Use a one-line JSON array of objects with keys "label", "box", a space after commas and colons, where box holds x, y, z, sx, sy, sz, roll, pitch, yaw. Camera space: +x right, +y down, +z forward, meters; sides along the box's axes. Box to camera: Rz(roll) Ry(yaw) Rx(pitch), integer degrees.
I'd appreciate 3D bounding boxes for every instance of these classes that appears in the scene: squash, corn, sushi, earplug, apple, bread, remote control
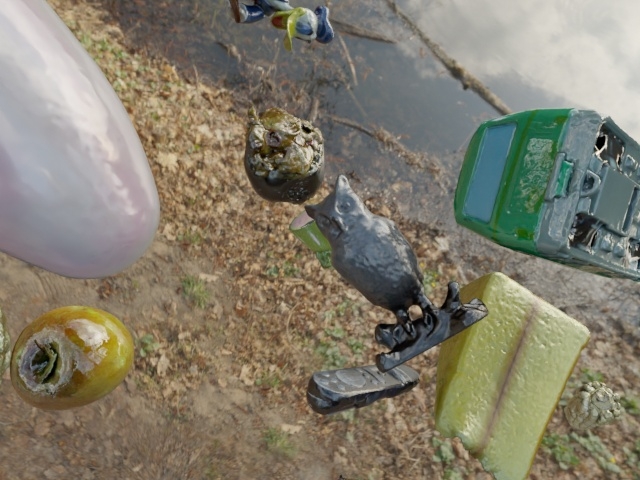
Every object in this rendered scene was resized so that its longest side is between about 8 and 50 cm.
[{"label": "squash", "box": [0.007, -0.002, 1.058, 0.105, 0.105, 0.132, -44, 112, -31]}, {"label": "corn", "box": [0.584, 0.368, 1.076, 0.087, 0.211, 0.087, -4, 62, 7]}, {"label": "sushi", "box": [-0.093, -0.209, 1.171, 0.213, 0.204, 0.200, -13, 63, -20]}, {"label": "earplug", "box": [-0.217, -0.101, 0.302, 0.301, 0.172, 0.172, 50, 58, -13]}, {"label": "apple", "box": [-0.254, 0.125, 0.512, 0.114, 0.102, 0.099, -46, 76, 3]}, {"label": "bread", "box": [0.336, 0.279, 0.996, 0.233, 0.245, 0.362, 33, 68, 3]}, {"label": "remote control", "box": [0.084, 0.276, 0.916, 0.265, 0.066, 0.090, 5, 21, -41]}]

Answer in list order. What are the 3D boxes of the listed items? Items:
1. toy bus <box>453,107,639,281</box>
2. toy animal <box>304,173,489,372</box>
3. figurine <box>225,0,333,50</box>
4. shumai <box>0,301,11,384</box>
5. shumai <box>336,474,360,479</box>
[{"label": "toy bus", "box": [0.351, -0.055, 0.706, 0.343, 0.199, 0.184, 14, 92, -41]}, {"label": "toy animal", "box": [0.076, 0.023, 0.535, 0.210, 0.121, 0.117, 58, 19, 3]}, {"label": "figurine", "box": [-0.106, -0.564, 1.105, 0.338, 0.205, 0.284, 32, 30, -11]}, {"label": "shumai", "box": [-0.591, 0.147, 0.687, 0.256, 0.218, 0.189, 41, 92, 3]}, {"label": "shumai", "box": [0.096, 0.497, 0.723, 0.184, 0.218, 0.185, -46, 113, -19]}]
